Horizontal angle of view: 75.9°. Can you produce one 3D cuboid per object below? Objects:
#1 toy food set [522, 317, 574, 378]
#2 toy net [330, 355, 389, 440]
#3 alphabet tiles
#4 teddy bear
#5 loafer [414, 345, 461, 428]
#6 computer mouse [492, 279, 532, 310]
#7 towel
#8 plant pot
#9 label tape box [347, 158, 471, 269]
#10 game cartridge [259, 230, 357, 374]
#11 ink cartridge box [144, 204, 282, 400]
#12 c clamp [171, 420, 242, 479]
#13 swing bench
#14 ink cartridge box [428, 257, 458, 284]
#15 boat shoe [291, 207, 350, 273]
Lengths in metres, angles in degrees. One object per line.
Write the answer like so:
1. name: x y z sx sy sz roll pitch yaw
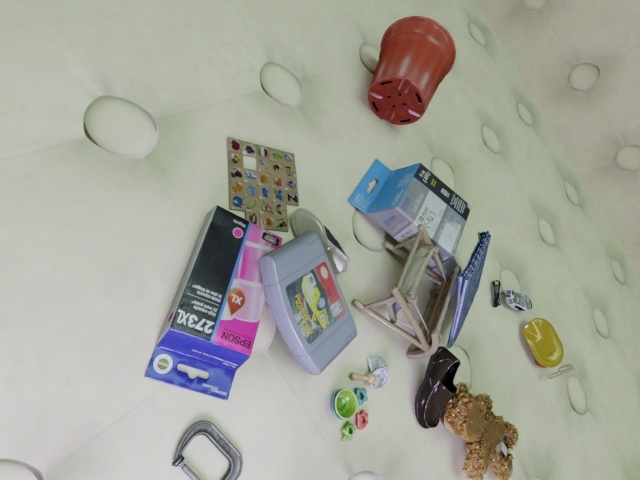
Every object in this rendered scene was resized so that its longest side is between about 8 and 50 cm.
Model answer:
1. toy food set: 0.810 0.393 1.505 0.128 0.071 0.218 -22 83 -16
2. toy net: 0.116 0.372 1.002 0.232 0.045 0.122 -29 90 -41
3. alphabet tiles: -0.142 -0.139 1.050 0.198 0.009 0.238 7 68 -35
4. teddy bear: 0.446 0.542 1.154 0.337 0.113 0.245 27 64 -34
5. loafer: 0.311 0.394 1.079 0.080 0.078 0.220 13 90 -34
6. computer mouse: 0.699 0.218 1.506 0.192 0.042 0.106 22 55 -22
7. towel: 0.445 0.135 1.241 0.336 0.040 0.244 -38 136 -50
8. plant pot: 0.295 -0.561 1.404 0.272 0.272 0.265 35 62 -20
9. label tape box: 0.282 -0.111 1.255 0.333 0.106 0.241 39 52 -6
10. game cartridge: -0.026 0.144 0.946 0.196 0.060 0.295 -31 101 -45
11. ink cartridge box: -0.207 0.121 0.860 0.175 0.069 0.371 28 59 -25
12. c clamp: -0.211 0.424 0.752 0.137 0.022 0.161 -38 96 -40
13. swing bench: 0.267 0.144 1.133 0.254 0.165 0.253 44 51 -14
14. ink cartridge box: 0.390 0.069 1.329 0.088 0.052 0.123 -24 85 -40
15. boat shoe: 0.000 0.000 1.075 0.206 0.075 0.065 49 9 -5
